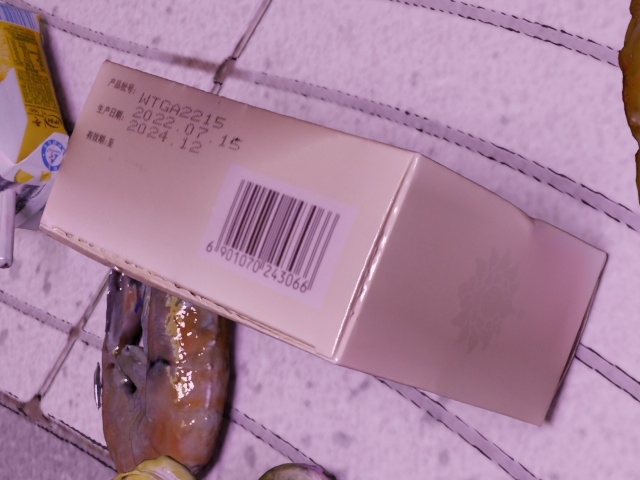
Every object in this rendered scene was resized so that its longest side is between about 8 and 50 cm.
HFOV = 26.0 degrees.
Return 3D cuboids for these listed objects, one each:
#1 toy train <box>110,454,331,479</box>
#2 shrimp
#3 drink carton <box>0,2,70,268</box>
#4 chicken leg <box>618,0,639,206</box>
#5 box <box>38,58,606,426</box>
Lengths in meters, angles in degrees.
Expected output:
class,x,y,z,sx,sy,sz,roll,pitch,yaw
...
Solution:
class,x,y,z,sx,sy,sz,roll,pitch,yaw
toy train,-0.014,0.202,0.653,0.260,0.134,0.178,10,88,43
shrimp,-0.096,0.040,0.826,0.126,0.047,0.224,-5,79,51
drink carton,-0.204,-0.064,0.920,0.084,0.074,0.200,-37,59,30
chicken leg,0.248,-0.120,0.438,0.201,0.152,0.429,47,122,18
box,0.000,0.000,0.662,0.212,0.168,0.095,20,91,42
